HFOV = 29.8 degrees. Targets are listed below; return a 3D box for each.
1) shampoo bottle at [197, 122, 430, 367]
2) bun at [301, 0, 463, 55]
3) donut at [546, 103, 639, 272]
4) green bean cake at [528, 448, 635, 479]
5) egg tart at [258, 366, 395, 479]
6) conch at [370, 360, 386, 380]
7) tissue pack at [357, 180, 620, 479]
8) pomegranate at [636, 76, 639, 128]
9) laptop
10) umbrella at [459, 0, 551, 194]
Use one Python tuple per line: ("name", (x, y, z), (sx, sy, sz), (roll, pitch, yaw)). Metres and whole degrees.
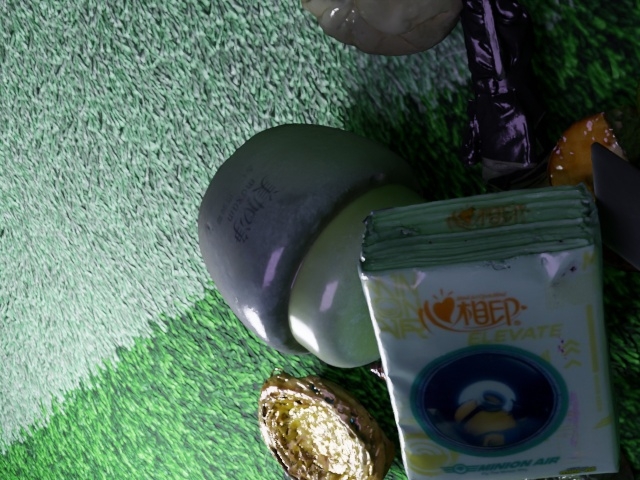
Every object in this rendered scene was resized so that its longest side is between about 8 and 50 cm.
("shampoo bottle", (0.000, 0.000, 1.701), (0.317, 0.322, 0.323), (37, 137, 33))
("bun", (0.071, -0.343, 1.527), (0.259, 0.160, 0.259), (23, 132, 28))
("donut", (0.367, -0.066, 1.486), (0.141, 0.085, 0.217), (-10, 110, 48))
("green bean cake", (0.343, 0.319, 1.761), (0.181, 0.094, 0.173), (-21, 101, 49))
("egg tart", (0.009, 0.320, 2.074), (0.290, 0.107, 0.291), (22, 132, 26))
("conch", (0.187, 0.189, 1.842), (0.232, 0.080, 0.086), (-22, 115, 24))
("tissue pack", (0.223, 0.132, 1.523), (0.287, 0.162, 0.388), (-7, 126, 10))
("pomegranate", (0.447, -0.130, 1.222), (0.235, 0.302, 0.236), (1, 98, 4))
("laptop", (0.402, 0.013, 1.330), (0.269, 0.015, 0.188), (43, 164, 37))
("umbrella", (0.221, -0.190, 1.495), (0.113, 0.106, 0.358), (5, 125, 32))
